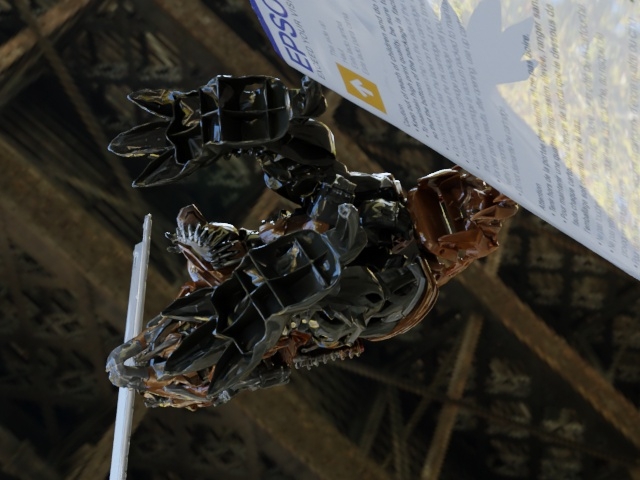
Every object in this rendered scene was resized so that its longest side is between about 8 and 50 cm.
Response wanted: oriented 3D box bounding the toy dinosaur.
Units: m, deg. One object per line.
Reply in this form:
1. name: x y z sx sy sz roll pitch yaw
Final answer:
1. toy dinosaur: 0.000 0.000 0.661 0.164 0.322 0.218 49 -168 31

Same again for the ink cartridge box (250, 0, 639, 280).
1. ink cartridge box: 0.079 -0.091 0.309 0.330 0.071 0.324 37 168 28

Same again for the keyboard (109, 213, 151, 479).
1. keyboard: -0.143 0.110 0.870 0.014 0.072 0.256 8 -111 -14
